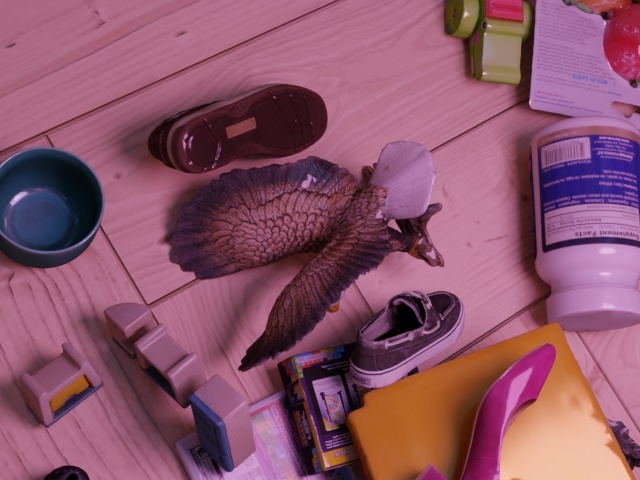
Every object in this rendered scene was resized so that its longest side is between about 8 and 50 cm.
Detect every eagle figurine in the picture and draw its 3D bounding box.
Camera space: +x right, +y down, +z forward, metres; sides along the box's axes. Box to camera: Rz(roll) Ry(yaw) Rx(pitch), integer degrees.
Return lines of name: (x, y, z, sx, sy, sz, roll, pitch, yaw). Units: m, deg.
eagle figurine: (0.001, 0.011, 1.295, 0.298, 0.226, 0.225, -14, 99, -27)

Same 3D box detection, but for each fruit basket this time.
fruit basket: (0.447, -0.340, 1.583, 0.327, 0.165, 0.353, 6, 90, -23)

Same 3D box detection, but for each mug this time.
mug: (-0.333, -0.035, 1.243, 0.158, 0.097, 0.129, 10, 72, -15)

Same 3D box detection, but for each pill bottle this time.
pill bottle: (0.360, -0.019, 1.439, 0.153, 0.153, 0.264, 6, 73, -17)

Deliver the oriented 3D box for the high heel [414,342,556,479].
high heel: (0.207, 0.229, 1.173, 0.117, 0.082, 0.244, 38, 76, 22)

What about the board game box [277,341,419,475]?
board game box: (0.047, 0.196, 1.310, 0.170, 0.048, 0.141, -8, 76, -31)

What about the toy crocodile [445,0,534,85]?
toy crocodile: (0.251, -0.381, 1.538, 0.115, 0.105, 0.340, 9, 72, -16)

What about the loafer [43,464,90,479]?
loafer: (-0.285, 0.353, 1.151, 0.076, 0.078, 0.223, 9, 71, -15)

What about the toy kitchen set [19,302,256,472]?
toy kitchen set: (-0.205, 0.197, 1.211, 0.166, 0.122, 0.207, -39, 60, -24)

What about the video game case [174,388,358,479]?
video game case: (-0.050, 0.292, 1.279, 0.183, 0.023, 0.201, -23, 81, -23)

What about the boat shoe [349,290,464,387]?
boat shoe: (0.112, 0.100, 1.295, 0.078, 0.070, 0.219, 18, 30, 28)

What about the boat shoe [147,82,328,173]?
boat shoe: (-0.105, -0.146, 1.355, 0.257, 0.095, 0.095, -16, 106, -44)

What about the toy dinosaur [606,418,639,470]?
toy dinosaur: (0.288, 0.308, 1.326, 0.218, 0.164, 0.322, -42, 112, -8)

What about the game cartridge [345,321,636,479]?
game cartridge: (0.212, 0.286, 1.228, 0.285, 0.052, 0.323, -19, 69, -10)
